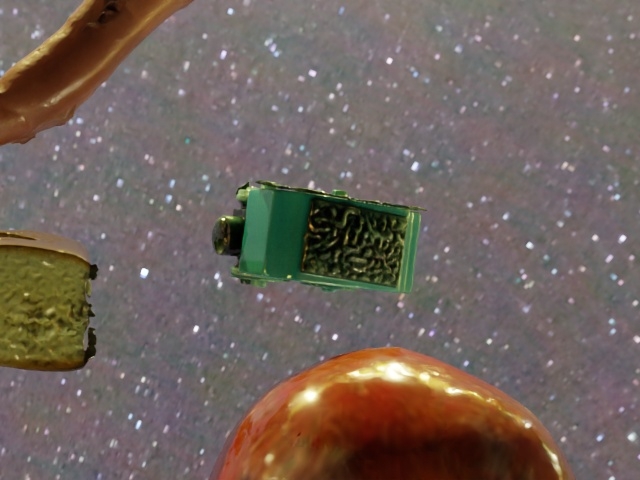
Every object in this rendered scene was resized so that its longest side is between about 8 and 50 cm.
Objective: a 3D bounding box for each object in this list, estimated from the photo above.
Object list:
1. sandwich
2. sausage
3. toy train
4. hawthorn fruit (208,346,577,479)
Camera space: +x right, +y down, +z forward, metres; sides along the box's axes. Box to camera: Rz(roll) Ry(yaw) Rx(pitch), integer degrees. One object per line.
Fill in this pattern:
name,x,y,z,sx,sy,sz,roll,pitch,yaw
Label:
sandwich,-0.305,0.056,1.088,0.128,0.122,0.236,10,-177,-16
sausage,-0.219,-0.180,0.933,0.078,0.078,0.304,37,-115,10
toy train,0.000,0.000,1.042,0.203,0.163,0.112,5,-89,-29
hawthorn fruit,0.054,0.204,0.732,0.284,0.284,0.284,14,-135,-14
